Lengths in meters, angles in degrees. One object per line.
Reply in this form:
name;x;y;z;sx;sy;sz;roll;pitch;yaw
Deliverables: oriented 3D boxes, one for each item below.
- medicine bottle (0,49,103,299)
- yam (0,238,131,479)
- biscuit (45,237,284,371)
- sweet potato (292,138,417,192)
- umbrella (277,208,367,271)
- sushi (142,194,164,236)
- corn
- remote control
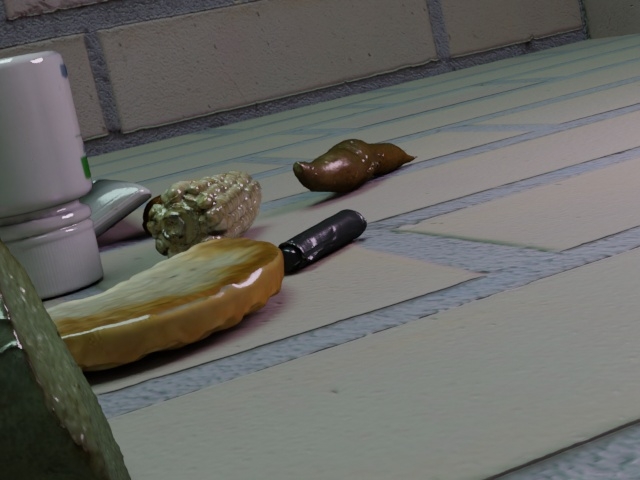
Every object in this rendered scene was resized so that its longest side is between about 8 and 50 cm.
medicine bottle;-0.299;-0.064;1.185;0.139;0.237;0.139;-12;11;2
yam;-0.229;0.086;0.526;0.268;0.161;0.161;-15;10;-5
biscuit;-0.145;0.056;0.905;0.309;0.040;0.204;-21;13;-38
sweet potato;0.044;-0.097;1.478;0.067;0.067;0.274;-6;7;32
umbrella;-0.001;0.000;1.082;0.036;0.031;0.133;-37;-5;33
sushi;-0.167;-0.044;1.452;0.055;0.052;0.120;-1;15;45
corn;-0.115;-0.026;1.236;0.087;0.087;0.211;-10;4;12
remote control;-0.298;-0.048;1.534;0.109;0.055;0.313;-38;15;-12
